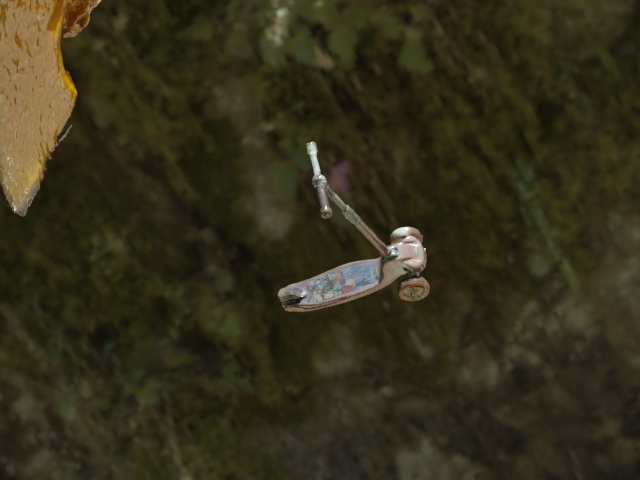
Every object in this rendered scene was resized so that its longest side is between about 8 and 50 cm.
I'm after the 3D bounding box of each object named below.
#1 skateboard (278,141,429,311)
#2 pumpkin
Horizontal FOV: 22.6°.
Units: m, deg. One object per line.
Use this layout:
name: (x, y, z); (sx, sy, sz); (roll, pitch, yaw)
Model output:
skateboard: (0.000, 0.000, 0.606); (0.064, 0.083, 0.032); (-16, 58, 16)
pumpkin: (-0.193, -0.158, 0.853); (0.163, 0.111, 0.278); (6, 54, 16)
